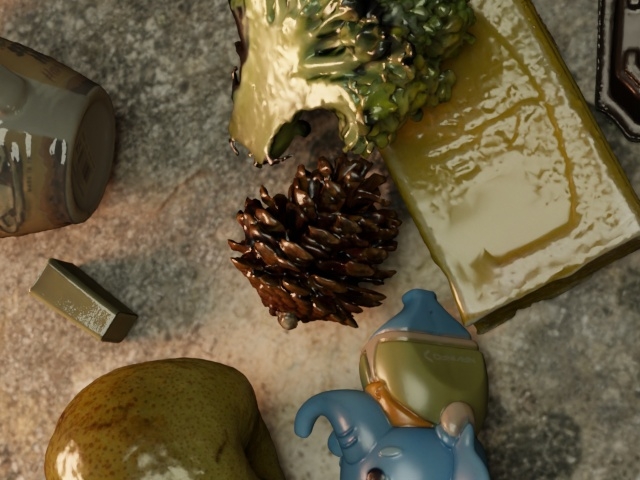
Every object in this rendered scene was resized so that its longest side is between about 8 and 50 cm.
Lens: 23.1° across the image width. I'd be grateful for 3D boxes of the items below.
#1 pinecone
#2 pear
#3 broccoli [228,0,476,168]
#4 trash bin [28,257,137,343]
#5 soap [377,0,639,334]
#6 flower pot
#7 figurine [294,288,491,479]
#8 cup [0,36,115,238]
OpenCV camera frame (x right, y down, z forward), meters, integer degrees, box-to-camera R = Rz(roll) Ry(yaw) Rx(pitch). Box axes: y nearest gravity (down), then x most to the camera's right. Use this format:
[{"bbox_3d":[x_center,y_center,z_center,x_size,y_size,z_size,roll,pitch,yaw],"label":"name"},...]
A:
[{"bbox_3d":[0.000,0.000,1.445,0.173,0.173,0.174,-2,82,17],"label":"pinecone"},{"bbox_3d":[-0.145,0.225,1.439,0.211,0.188,0.228,-18,70,11],"label":"pear"},{"bbox_3d":[0.030,-0.186,1.397,0.242,0.180,0.273,50,143,26],"label":"broccoli"},{"bbox_3d":[-0.235,0.063,1.558,0.092,0.061,0.043,35,93,16],"label":"trash bin"},{"bbox_3d":[0.155,-0.095,1.447,0.199,0.091,0.315,-27,76,11],"label":"soap"},{"bbox_3d":[0.367,-0.179,1.395,0.251,0.084,0.179,2,83,17],"label":"flower pot"},{"bbox_3d":[0.077,0.187,1.416,0.180,0.154,0.262,-22,59,22],"label":"figurine"},{"bbox_3d":[-0.345,-0.125,1.506,0.257,0.301,0.227,6,64,10],"label":"cup"}]
